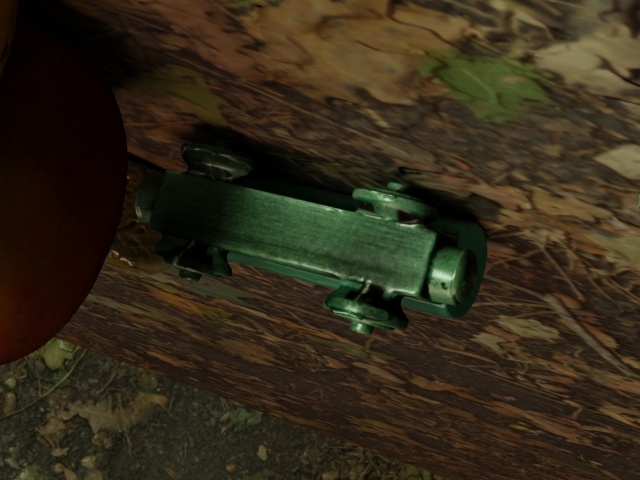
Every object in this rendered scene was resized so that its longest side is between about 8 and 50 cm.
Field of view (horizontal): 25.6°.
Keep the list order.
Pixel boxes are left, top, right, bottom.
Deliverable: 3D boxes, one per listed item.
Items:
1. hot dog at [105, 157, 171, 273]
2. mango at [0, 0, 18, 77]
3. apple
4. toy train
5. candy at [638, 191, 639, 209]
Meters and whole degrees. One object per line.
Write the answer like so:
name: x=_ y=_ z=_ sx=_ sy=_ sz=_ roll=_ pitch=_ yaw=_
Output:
hot dog: x=-0.213 y=-0.046 z=1.088 sx=0.242 sy=0.084 sz=0.073 roll=24 pitch=166 yaw=-28
mango: x=-0.246 y=-0.136 z=0.598 sx=0.191 sy=0.160 sz=0.290 roll=15 pitch=160 yaw=48
apple: x=-0.225 y=-0.033 z=0.829 sx=0.234 sy=0.234 sz=0.234 roll=18 pitch=168 yaw=4
toy train: x=0.000 y=0.000 z=0.968 sx=0.248 sy=0.101 sz=0.159 roll=15 pitch=-179 yaw=25
candy: x=0.209 y=-0.014 z=0.756 sx=0.083 sy=0.025 sz=0.023 roll=13 pitch=-162 yaw=-14
